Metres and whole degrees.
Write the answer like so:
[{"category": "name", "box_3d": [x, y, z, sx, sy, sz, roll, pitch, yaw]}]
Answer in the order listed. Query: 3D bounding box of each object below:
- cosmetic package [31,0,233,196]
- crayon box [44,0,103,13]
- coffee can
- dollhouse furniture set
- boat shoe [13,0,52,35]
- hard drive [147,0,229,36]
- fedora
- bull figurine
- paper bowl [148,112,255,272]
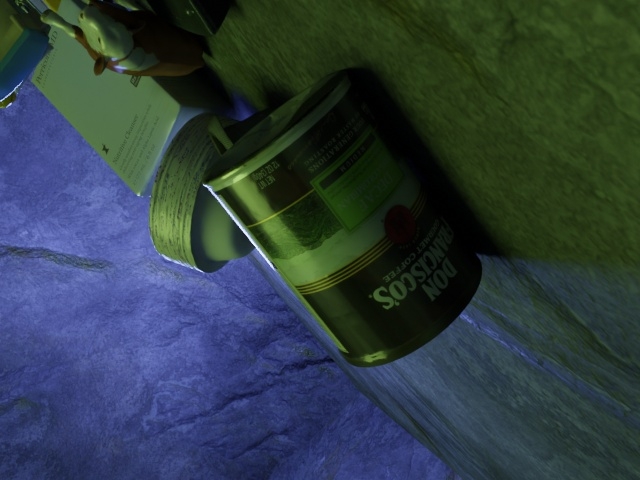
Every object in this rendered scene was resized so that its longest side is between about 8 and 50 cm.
[{"category": "cosmetic package", "box_3d": [-0.379, -0.289, 1.419, 0.385, 0.217, 0.156, 41, -153, 20]}, {"category": "crayon box", "box_3d": [-0.601, -0.595, 1.586, 0.313, 0.106, 0.363, 48, 177, -6]}, {"category": "coffee can", "box_3d": [0.027, -0.022, 0.824, 0.275, 0.201, 0.201, 52, 170, -17]}, {"category": "dollhouse furniture set", "box_3d": [-0.511, -0.413, 1.210, 0.286, 0.303, 0.198, 47, -165, 12]}, {"category": "boat shoe", "box_3d": [-0.652, -0.517, 1.589, 0.078, 0.070, 0.219, 44, 175, 48]}, {"category": "hard drive", "box_3d": [-0.216, -0.371, 0.979, 0.254, 0.054, 0.172, 38, 166, 54]}, {"category": "fedora", "box_3d": [-0.057, -0.107, 1.090, 0.244, 0.124, 0.275, 58, 173, -37]}, {"category": "bull figurine", "box_3d": [-0.304, -0.320, 1.117, 0.188, 0.101, 0.310, 37, -164, 14]}, {"category": "paper bowl", "box_3d": [-0.177, -0.079, 1.308, 0.148, 0.284, 0.284, 19, 161, 16]}]
